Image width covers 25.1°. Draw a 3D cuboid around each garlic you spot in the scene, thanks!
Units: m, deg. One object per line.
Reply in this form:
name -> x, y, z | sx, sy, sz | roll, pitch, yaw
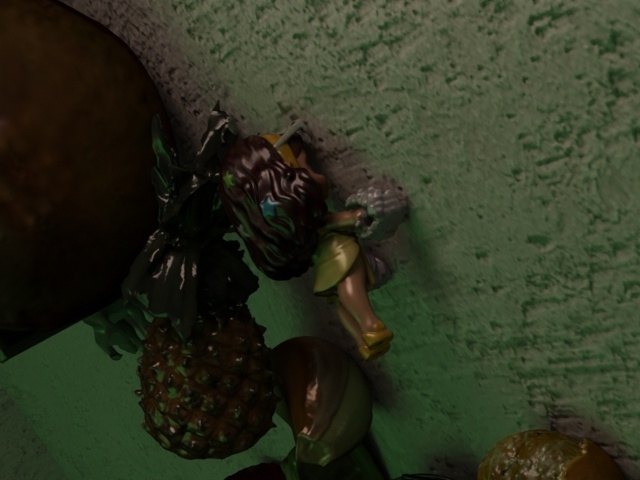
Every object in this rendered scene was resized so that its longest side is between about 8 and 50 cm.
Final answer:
garlic -> -0.005, 0.173, 1.622 | 0.115, 0.128, 0.207 | 14, -177, -28

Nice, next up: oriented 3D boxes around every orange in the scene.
orange -> 0.202, 0.241, 1.280 | 0.156, 0.134, 0.156 | 26, 143, 22

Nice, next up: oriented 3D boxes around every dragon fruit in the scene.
dragon fruit -> -0.069, 0.376, 2.082 | 0.106, 0.083, 0.162 | 49, 152, -23

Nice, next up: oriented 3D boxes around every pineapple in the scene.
pineapple -> -0.129, 0.046, 1.494 | 0.165, 0.165, 0.364 | 26, 126, 49

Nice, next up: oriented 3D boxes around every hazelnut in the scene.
hazelnut -> -0.352, -0.099, 1.584 | 0.421, 0.352, 0.421 | 27, -177, -2

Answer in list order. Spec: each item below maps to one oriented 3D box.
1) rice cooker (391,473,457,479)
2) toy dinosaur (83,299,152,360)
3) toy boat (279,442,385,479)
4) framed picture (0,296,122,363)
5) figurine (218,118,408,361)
rice cooker -> 0.115, 0.383, 1.529 | 0.241, 0.227, 0.280 | 4, 118, 38
toy dinosaur -> -0.317, 0.093, 2.142 | 0.205, 0.092, 0.393 | 41, 164, 42
toy boat -> 0.034, 0.329, 1.756 | 0.084, 0.111, 0.276 | 27, 149, 57
framed picture -> -0.359, -0.004, 1.818 | 0.022, 0.335, 0.247 | -41, 85, 34
figurine -> -0.002, -0.001, 1.347 | 0.240, 0.116, 0.174 | 47, 157, 14
